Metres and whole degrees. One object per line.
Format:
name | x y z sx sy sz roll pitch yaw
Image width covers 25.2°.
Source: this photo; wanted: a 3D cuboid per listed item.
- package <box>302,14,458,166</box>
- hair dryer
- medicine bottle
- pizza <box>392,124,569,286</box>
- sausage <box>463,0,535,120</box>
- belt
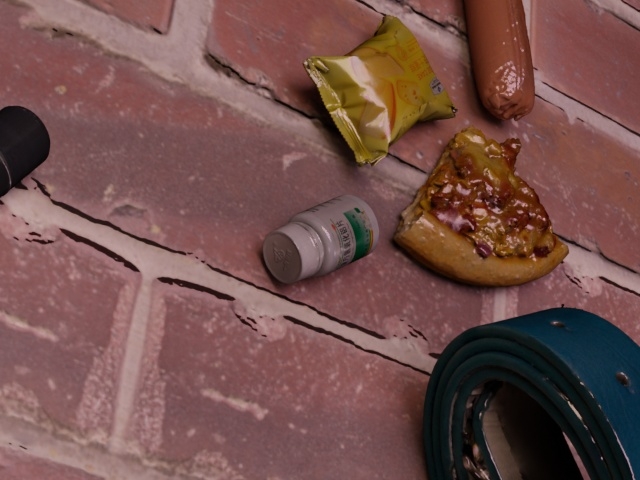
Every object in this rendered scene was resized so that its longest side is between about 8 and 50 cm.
package | 0.079 -0.192 1.824 0.226 0.090 0.168 -38 96 -44
hair dryer | -0.392 -0.131 1.461 0.219 0.071 0.124 42 47 -3
medicine bottle | 0.000 0.000 1.678 0.130 0.080 0.080 -25 85 -43
pizza | 0.216 -0.052 1.869 0.290 0.081 0.228 9 64 -33
sausage | 0.248 -0.303 2.010 0.086 0.086 0.289 11 64 -33
belt | 0.282 0.291 1.605 0.173 0.300 0.436 -14 77 -40
